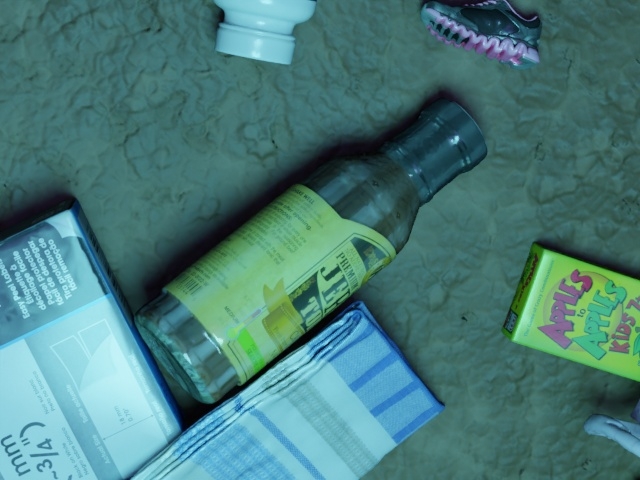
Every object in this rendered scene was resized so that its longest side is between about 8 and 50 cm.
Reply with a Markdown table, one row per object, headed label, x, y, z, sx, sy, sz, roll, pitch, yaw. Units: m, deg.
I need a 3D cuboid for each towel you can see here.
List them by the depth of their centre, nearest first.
| label | x | y | z | sx | sy | sz | roll | pitch | yaw |
| --- | --- | --- | --- | --- | --- | --- | --- | --- | --- |
| towel | -0.032 | 0.195 | 1.405 | 0.285 | 0.034 | 0.209 | -39 | 138 | -1 |

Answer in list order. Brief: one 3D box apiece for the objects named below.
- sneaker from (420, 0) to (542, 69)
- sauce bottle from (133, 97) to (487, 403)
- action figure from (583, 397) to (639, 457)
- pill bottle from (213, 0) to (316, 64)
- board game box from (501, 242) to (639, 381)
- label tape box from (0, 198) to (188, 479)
| label | x | y | z | sx | sy | sz | roll | pitch | yaw |
| --- | --- | --- | --- | --- | --- | --- | --- | --- | --- |
| sneaker | 0.149 | -0.199 | 1.418 | 0.119 | 0.047 | 0.057 | 20 | 80 | -13 |
| sauce bottle | 0.000 | 0.000 | 1.371 | 0.344 | 0.111 | 0.111 | -39 | 102 | -13 |
| action figure | 0.468 | 0.217 | 1.402 | 0.276 | 0.248 | 0.370 | -42 | 111 | -6 |
| pill bottle | -0.044 | -0.242 | 1.356 | 0.094 | 0.094 | 0.169 | 9 | 98 | -9 |
| board game box | 0.273 | 0.075 | 1.474 | 0.181 | 0.043 | 0.092 | 18 | 97 | -10 |
| label tape box | -0.315 | 0.144 | 1.379 | 0.333 | 0.106 | 0.241 | -26 | 101 | -3 |
